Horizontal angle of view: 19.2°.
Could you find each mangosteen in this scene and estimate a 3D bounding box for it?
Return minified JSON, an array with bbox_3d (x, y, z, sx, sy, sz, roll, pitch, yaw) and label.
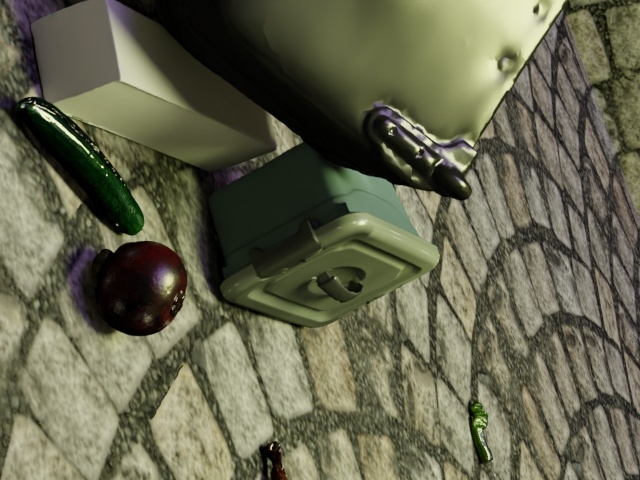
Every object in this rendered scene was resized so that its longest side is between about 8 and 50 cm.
[{"bbox_3d":[-0.148,0.038,1.528,0.081,0.081,0.081,51,30,-44],"label":"mangosteen"}]

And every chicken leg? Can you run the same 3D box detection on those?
[{"bbox_3d":[-0.024,0.255,1.718,0.062,0.037,0.145,-173,-114,-89],"label":"chicken leg"}]

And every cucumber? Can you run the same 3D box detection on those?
[{"bbox_3d":[-0.191,-0.062,1.544,0.184,0.036,0.033,54,17,-42],"label":"cucumber"}]

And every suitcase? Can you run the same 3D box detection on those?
[{"bbox_3d":[0.059,-0.250,1.636,0.339,0.345,0.188,38,-7,-31],"label":"suitcase"}]

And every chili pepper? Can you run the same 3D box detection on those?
[{"bbox_3d":[0.195,0.232,2.310,0.027,0.022,0.083,3,68,-33],"label":"chili pepper"}]

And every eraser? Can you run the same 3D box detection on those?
[{"bbox_3d":[-0.140,-0.132,1.671,0.298,0.076,0.078,21,54,-64],"label":"eraser"}]

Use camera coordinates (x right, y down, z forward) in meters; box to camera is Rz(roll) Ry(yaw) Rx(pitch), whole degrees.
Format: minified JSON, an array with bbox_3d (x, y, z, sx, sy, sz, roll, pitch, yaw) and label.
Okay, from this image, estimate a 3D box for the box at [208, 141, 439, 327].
[{"bbox_3d":[0.000,0.000,1.816,0.227,0.162,0.130,21,43,-64],"label":"box"}]
